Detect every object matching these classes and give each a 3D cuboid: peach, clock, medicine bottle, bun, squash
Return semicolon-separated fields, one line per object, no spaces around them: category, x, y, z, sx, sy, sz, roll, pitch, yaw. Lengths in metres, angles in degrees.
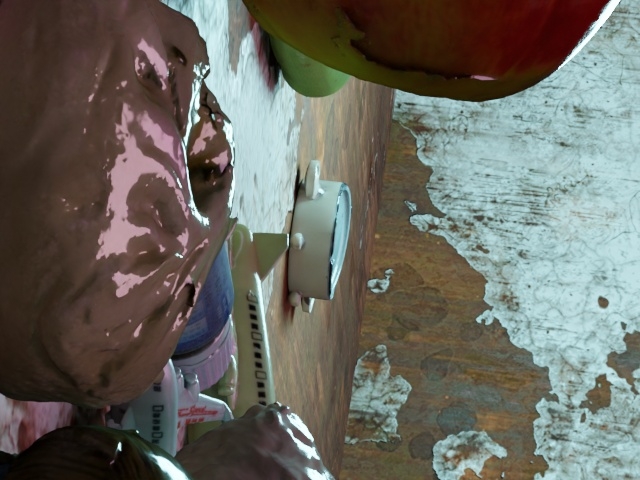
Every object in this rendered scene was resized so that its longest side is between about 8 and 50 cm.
peach;0.088;-0.290;1.151;0.370;0.370;0.370;7;90;-84
clock;0.000;0.000;1.969;0.155;0.063;0.229;-76;170;-54
medicine bottle;-0.096;0.031;1.006;0.203;0.083;0.083;83;15;-60
bun;-0.101;-0.021;0.763;0.237;0.116;0.210;85;12;-53
squash;-0.014;-0.208;1.570;0.250;0.083;0.083;61;36;-74

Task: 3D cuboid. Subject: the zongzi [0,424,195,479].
zongzi;-0.037;0.205;0.630;0.160;0.360;0.323;36;46;-38

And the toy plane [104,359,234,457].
toy plane;-0.113;0.125;0.992;0.162;0.066;0.171;-40;132;-47

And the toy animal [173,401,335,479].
toy animal;-0.073;0.267;0.906;0.226;0.188;0.358;52;54;-48

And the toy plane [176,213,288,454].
toy plane;-0.074;0.089;1.195;0.242;0.104;0.256;91;8;-61
